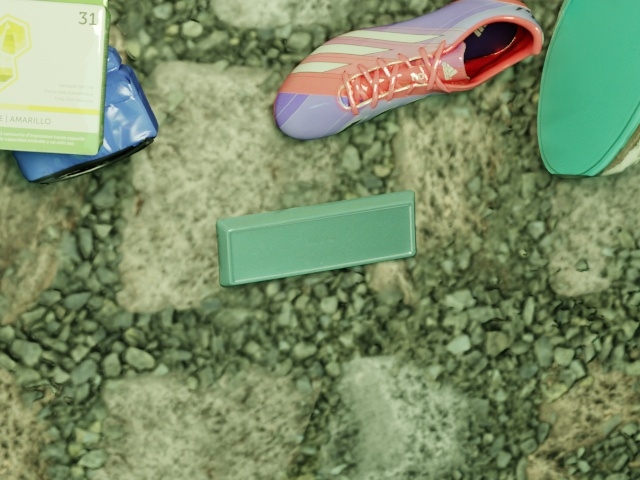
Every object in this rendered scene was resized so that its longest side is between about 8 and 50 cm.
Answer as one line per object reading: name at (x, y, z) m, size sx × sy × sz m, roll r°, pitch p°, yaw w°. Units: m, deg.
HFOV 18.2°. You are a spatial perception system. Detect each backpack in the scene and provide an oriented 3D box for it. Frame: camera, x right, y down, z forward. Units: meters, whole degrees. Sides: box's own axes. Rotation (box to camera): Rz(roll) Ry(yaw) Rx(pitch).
backpack at (-0.208, -0.105, 1.684) m, size 0.120 × 0.098 × 0.101 m, roll -25°, pitch 95°, yaw 1°

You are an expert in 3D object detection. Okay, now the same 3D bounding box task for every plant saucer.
plant saucer at (0.000, 0.000, 1.834) m, size 0.192 × 0.018 × 0.067 m, roll -9°, pitch 113°, yaw -16°

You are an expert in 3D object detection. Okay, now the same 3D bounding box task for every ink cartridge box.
ink cartridge box at (-0.253, -0.191, 1.599) m, size 0.171 × 0.056 × 0.235 m, roll 4°, pitch 96°, yaw -3°

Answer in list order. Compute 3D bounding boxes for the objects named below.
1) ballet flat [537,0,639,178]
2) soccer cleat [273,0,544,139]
ballet flat at (0.308, -0.243, 1.788) m, size 0.147 × 0.147 × 0.409 m, roll 6°, pitch 108°, yaw -21°
soccer cleat at (0.077, -0.152, 1.759) m, size 0.248 × 0.095 × 0.083 m, roll -23°, pitch 115°, yaw -10°
